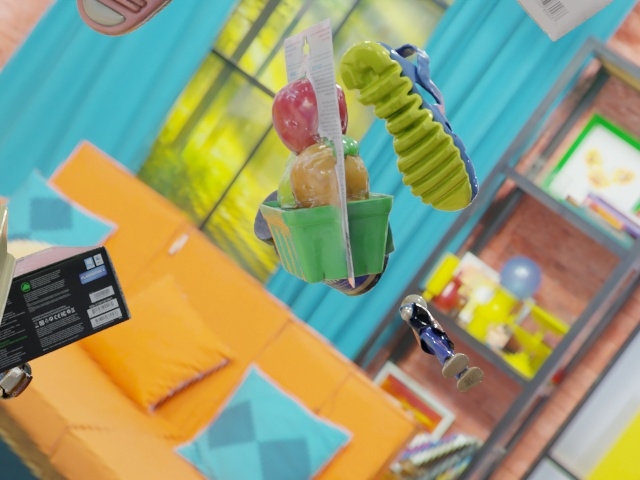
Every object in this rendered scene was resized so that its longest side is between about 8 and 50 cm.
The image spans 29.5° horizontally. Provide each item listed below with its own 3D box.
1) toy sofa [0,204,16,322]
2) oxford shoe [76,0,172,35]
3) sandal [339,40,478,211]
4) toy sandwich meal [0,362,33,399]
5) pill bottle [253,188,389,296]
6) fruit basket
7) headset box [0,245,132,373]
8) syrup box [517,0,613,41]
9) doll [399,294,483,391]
[{"bbox_3d":[-0.546,0.040,1.400,0.362,0.177,0.150,10,49,-8],"label":"toy sofa"},{"bbox_3d":[-0.155,-0.404,1.531,0.140,0.397,0.146,35,-8,12],"label":"oxford shoe"},{"bbox_3d":[0.166,-0.196,1.952,0.138,0.126,0.317,-40,104,-47],"label":"sandal"},{"bbox_3d":[-0.528,0.236,2.070,0.085,0.085,0.029,43,-8,44],"label":"toy sandwich meal"},{"bbox_3d":[0.000,0.000,2.027,0.219,0.123,0.123,28,10,-35],"label":"pill bottle"},{"bbox_3d":[0.009,-0.122,1.718,0.165,0.353,0.327,-2,4,-12],"label":"fruit basket"},{"bbox_3d":[-0.481,0.107,1.968,0.283,0.246,0.131,0,-71,61],"label":"headset box"},{"bbox_3d":[0.292,-0.355,1.492,0.093,0.096,0.237,43,31,-23],"label":"syrup box"},{"bbox_3d":[0.159,0.136,1.688,0.129,0.046,0.189,44,6,-36],"label":"doll"}]
